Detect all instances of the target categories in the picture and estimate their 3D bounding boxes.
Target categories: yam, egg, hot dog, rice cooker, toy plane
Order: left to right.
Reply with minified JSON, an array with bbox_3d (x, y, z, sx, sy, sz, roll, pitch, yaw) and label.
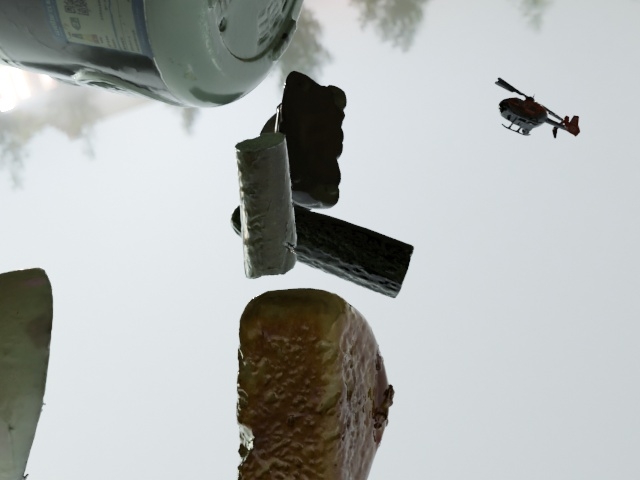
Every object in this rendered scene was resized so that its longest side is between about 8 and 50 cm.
[{"bbox_3d":[-0.505,0.192,1.874,0.201,0.337,0.337,8,179,-23],"label":"egg"},{"bbox_3d":[-0.166,-0.260,1.102,0.277,0.288,0.288,13,-159,18],"label":"rice cooker"},{"bbox_3d":[-0.049,-0.030,1.191,0.054,0.132,0.054,-4,-164,1],"label":"yam"},{"bbox_3d":[-0.009,0.171,1.377,0.150,0.257,0.153,4,-173,22],"label":"hot dog"},{"bbox_3d":[0.309,-0.180,1.865,0.037,0.145,0.060,130,-24,-56],"label":"toy plane"}]

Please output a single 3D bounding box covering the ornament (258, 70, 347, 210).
[{"bbox_3d":[-0.054,-0.095,1.972,0.106,0.251,0.260,16,145,-14],"label":"ornament"}]

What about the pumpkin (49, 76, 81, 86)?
[{"bbox_3d":[-0.326,-0.329,1.810,0.159,0.238,0.238,24,175,-20],"label":"pumpkin"}]

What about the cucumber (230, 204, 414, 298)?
[{"bbox_3d":[-0.001,0.001,1.637,0.241,0.074,0.074,20,-159,11],"label":"cucumber"}]
